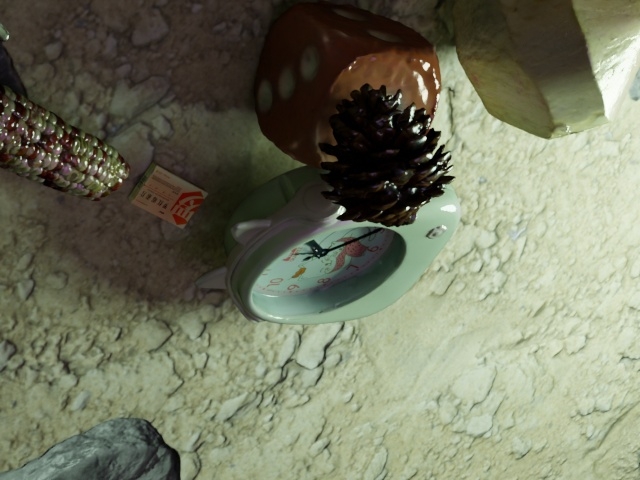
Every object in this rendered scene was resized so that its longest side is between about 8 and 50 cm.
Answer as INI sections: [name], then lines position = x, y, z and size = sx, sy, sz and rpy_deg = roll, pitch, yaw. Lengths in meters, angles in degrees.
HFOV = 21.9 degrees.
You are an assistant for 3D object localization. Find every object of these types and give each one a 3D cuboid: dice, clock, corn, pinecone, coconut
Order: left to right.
[corn]
position = -0.333, -0.110, 1.892
size = 0.280, 0.092, 0.092
rpy_deg = 28, 101, -45
[clock]
position = 0.000, 0.000, 2.127
size = 0.324, 0.108, 0.265
rpy_deg = -2, 147, -33
[dice]
position = 0.031, -0.191, 2.029
size = 0.175, 0.179, 0.174
rpy_deg = 4, 118, -31
[pinecone]
position = 0.072, -0.096, 1.901
size = 0.174, 0.173, 0.173
rpy_deg = -18, 128, -24
[coconut]
position = 0.302, -0.259, 2.105
size = 0.259, 0.259, 0.259
rpy_deg = -18, 128, -24

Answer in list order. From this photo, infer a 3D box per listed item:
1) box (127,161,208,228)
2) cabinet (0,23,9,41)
[box]
position = -0.191, -0.056, 2.075
size = 0.093, 0.015, 0.058
rpy_deg = 29, 99, -42
[cabinet]
position = -0.383, -0.388, 1.519
size = 0.318, 0.227, 0.290
rpy_deg = 51, 58, -45
